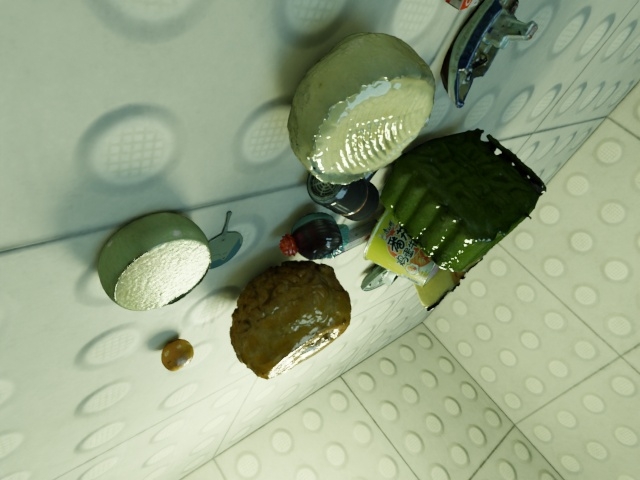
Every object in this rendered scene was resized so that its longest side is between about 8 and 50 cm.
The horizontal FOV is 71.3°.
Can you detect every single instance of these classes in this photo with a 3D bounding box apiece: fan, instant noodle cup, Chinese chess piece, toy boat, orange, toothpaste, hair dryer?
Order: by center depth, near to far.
[{"bbox_3d":[-0.283,0.038,0.773,0.188,0.083,0.188,-31,152,-19],"label":"Chinese chess piece"},{"bbox_3d":[0.348,-0.399,0.918,0.114,0.115,0.262,-11,143,-49],"label":"toy boat"},{"bbox_3d":[-0.203,0.002,0.920,0.113,0.005,0.175,-21,149,-39],"label":"fan"},{"bbox_3d":[0.121,-0.208,0.961,0.352,0.107,0.189,-54,153,10],"label":"hair dryer"},{"bbox_3d":[-0.354,0.282,1.101,0.083,0.070,0.083,-29,169,-6],"label":"orange"},{"bbox_3d":[0.104,-0.009,1.329,0.196,0.040,0.047,-23,153,-37],"label":"toothpaste"},{"bbox_3d":[0.281,0.001,1.341,0.264,0.200,0.264,-48,159,-24],"label":"instant noodle cup"},{"bbox_3d":[0.279,0.120,1.752,0.319,0.092,0.141,-27,151,-28],"label":"toy boat"}]

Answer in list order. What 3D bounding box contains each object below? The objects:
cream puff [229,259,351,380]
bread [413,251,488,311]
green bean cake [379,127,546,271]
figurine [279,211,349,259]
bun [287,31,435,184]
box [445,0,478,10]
[{"bbox_3d":[-0.083,0.189,1.145,0.327,0.231,0.343,-37,161,-4],"label":"cream puff"},{"bbox_3d":[0.449,0.000,1.524,0.345,0.405,0.242,-36,149,21],"label":"bread"},{"bbox_3d":[0.370,-0.117,1.173,0.319,0.335,0.218,-31,156,-33],"label":"green bean cake"},{"bbox_3d":[0.000,0.000,1.106,0.138,0.110,0.245,-42,165,10],"label":"figurine"},{"bbox_3d":[0.054,-0.223,0.735,0.259,0.152,0.259,-22,156,-11],"label":"bun"},{"bbox_3d":[0.272,-0.495,0.729,0.055,0.039,0.218,-28,154,-30],"label":"box"}]
